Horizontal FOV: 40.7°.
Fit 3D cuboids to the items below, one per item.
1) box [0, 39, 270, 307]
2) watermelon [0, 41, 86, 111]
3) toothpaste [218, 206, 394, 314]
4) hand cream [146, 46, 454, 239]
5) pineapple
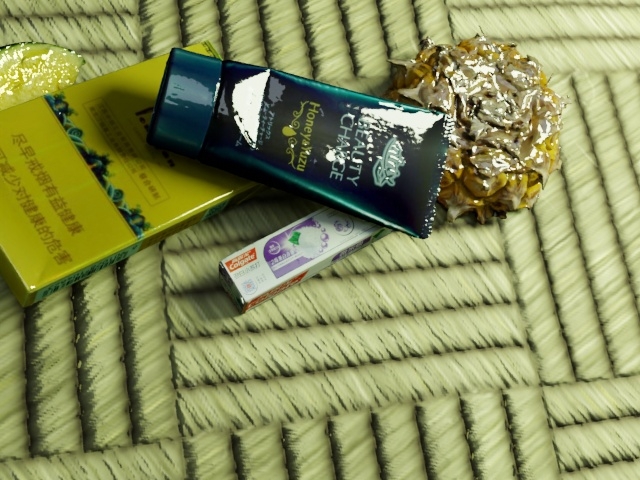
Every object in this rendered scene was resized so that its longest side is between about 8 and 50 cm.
[{"bbox_3d":[-0.169,-0.070,0.745,0.279,0.041,0.153,-29,79,-35],"label":"box"},{"bbox_3d":[-0.299,-0.113,0.769,0.092,0.075,0.181,43,60,-46],"label":"watermelon"},{"bbox_3d":[0.000,0.000,0.794,0.196,0.040,0.047,-28,76,-21],"label":"toothpaste"},{"bbox_3d":[-0.012,-0.090,0.765,0.270,0.061,0.120,15,83,-18],"label":"hand cream"},{"bbox_3d":[0.158,-0.122,0.857,0.224,0.076,0.225,5,69,-13],"label":"pineapple"}]
